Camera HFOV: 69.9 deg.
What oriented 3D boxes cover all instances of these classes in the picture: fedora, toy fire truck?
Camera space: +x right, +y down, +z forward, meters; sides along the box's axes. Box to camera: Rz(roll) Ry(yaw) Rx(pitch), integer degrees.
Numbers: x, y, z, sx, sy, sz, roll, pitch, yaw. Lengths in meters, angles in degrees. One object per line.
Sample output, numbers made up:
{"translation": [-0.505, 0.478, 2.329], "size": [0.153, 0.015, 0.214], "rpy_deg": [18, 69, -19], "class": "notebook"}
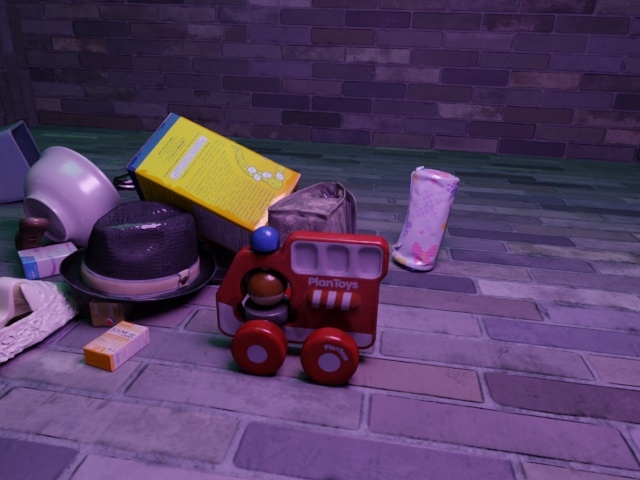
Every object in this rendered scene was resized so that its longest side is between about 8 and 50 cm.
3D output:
{"translation": [-0.387, 0.003, 1.008], "size": [0.334, 0.152, 0.334], "rpy_deg": [10, 20, -4], "class": "fedora"}
{"translation": [-0.037, 0.096, 0.821], "size": [0.302, 0.253, 0.169], "rpy_deg": [5, 22, 8], "class": "toy fire truck"}

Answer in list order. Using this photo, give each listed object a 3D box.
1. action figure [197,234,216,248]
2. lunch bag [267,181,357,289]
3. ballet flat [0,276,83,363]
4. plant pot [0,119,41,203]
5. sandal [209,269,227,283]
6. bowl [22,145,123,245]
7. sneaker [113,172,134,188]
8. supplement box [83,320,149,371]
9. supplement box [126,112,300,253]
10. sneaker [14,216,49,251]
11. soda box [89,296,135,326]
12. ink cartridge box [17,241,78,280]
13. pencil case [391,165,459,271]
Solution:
{"translation": [-0.281, -0.063, 1.383], "size": [0.276, 0.248, 0.370], "rpy_deg": [38, 26, -19], "class": "action figure"}
{"translation": [0.000, 0.000, 1.091], "size": [0.169, 0.235, 0.287], "rpy_deg": [5, 21, 16], "class": "lunch bag"}
{"translation": [-0.579, 0.145, 0.814], "size": [0.147, 0.147, 0.409], "rpy_deg": [6, 21, 9], "class": "ballet flat"}
{"translation": [-1.169, -0.266, 1.660], "size": [0.252, 0.247, 0.247], "rpy_deg": [-21, 28, -13], "class": "plant pot"}
{"translation": [-0.305, 0.093, 1.108], "size": [0.179, 0.040, 0.067], "rpy_deg": [9, 23, -24], "class": "sandal"}
{"translation": [-0.683, -0.089, 1.224], "size": [0.298, 0.297, 0.134], "rpy_deg": [12, 40, 23], "class": "bowl"}
{"translation": [-0.723, -0.294, 1.910], "size": [0.283, 0.124, 0.107], "rpy_deg": [-16, 28, -38], "class": "sneaker"}
{"translation": [-0.372, 0.192, 0.841], "size": [0.062, 0.036, 0.098], "rpy_deg": [10, 23, 17], "class": "supplement box"}
{"translation": [-0.256, -0.123, 1.146], "size": [0.357, 0.194, 0.195], "rpy_deg": [27, 64, 4], "class": "supplement box"}
{"translation": [-0.730, -0.005, 1.163], "size": [0.066, 0.071, 0.188], "rpy_deg": [-1, -14, -39], "class": "sneaker"}
{"translation": [-0.435, 0.116, 0.997], "size": [0.061, 0.058, 0.181], "rpy_deg": [1, 21, -4], "class": "soda box"}
{"translation": [-0.677, 0.050, 1.147], "size": [0.122, 0.052, 0.088], "rpy_deg": [-15, 27, -35], "class": "ink cartridge box"}
{"translation": [0.278, -0.057, 1.225], "size": [0.124, 0.273, 0.113], "rpy_deg": [19, 20, 21], "class": "pencil case"}
